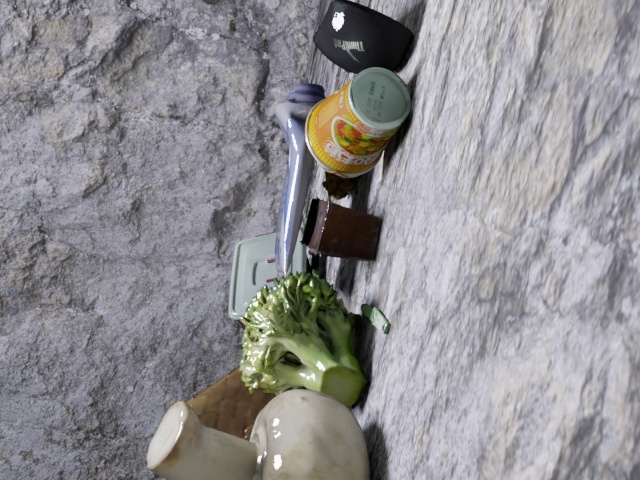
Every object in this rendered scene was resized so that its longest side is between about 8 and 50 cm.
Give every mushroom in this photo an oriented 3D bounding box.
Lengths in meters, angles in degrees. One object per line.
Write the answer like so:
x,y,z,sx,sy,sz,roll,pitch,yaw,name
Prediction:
-0.047,0.354,1.290,0.315,0.315,0.356,-102,-11,-70,mushroom

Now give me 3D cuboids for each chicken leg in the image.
0.047,-0.129,1.856,0.207,0.085,0.101,97,169,-69,chicken leg

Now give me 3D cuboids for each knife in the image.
0.090,0.125,1.430,0.207,0.014,0.030,-140,61,-79,knife

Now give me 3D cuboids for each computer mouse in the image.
0.072,-0.367,1.614,0.269,0.170,0.100,-146,81,-84,computer mouse

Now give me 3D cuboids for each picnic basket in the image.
-0.153,0.441,1.900,0.321,0.291,0.254,56,165,2,picnic basket

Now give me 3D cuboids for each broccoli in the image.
-0.021,0.208,1.483,0.248,0.288,0.245,-42,29,1,broccoli

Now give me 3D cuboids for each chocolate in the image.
0.036,-0.020,1.660,0.321,0.112,0.111,-152,75,-83,chocolate

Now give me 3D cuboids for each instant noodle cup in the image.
0.074,-0.219,1.535,0.185,0.168,0.168,139,141,-67,instant noodle cup

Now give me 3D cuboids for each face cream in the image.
-0.048,-0.112,1.758,0.235,0.137,0.420,-163,81,-83,face cream

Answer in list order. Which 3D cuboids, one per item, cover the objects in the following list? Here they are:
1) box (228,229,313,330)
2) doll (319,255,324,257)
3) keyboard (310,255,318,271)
-0.107,0.127,2.111,0.294,0.193,0.167,-91,-17,-49,box
0.000,0.000,2.113,0.083,0.051,0.076,116,158,-57,doll
-0.009,-0.003,2.303,0.074,0.015,0.196,108,170,-64,keyboard
